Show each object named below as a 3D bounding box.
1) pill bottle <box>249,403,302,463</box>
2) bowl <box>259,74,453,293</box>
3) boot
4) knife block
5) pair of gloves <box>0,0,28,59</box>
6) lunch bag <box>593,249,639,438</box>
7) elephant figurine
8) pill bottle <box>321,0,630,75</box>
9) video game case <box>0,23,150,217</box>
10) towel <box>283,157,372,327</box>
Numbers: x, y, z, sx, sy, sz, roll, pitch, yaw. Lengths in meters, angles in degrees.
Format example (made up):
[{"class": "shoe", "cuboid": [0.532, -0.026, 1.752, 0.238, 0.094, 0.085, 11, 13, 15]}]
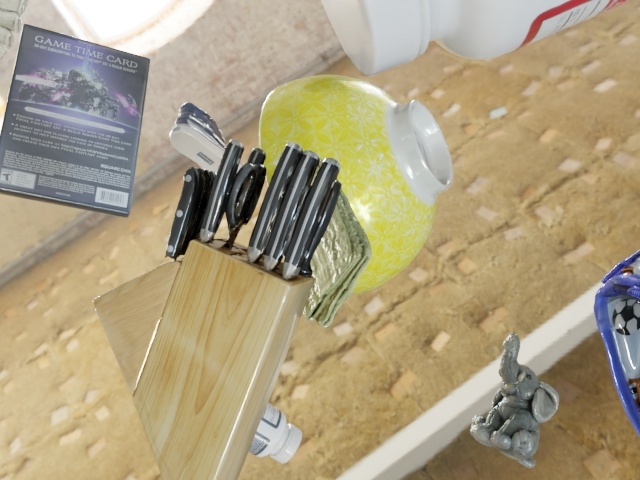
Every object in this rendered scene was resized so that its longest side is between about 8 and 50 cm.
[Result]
[{"class": "pill bottle", "cuboid": [-0.135, 0.395, 1.533, 0.108, 0.180, 0.108, -51, -167, 17]}, {"class": "bowl", "cuboid": [0.072, -0.092, 0.903, 0.156, 0.289, 0.289, -21, -146, 28]}, {"class": "boot", "cuboid": [-0.183, -0.163, 1.290, 0.069, 0.190, 0.086, -22, -138, 31]}, {"class": "knife block", "cuboid": [-0.055, 0.062, 0.621, 0.242, 0.276, 0.088, -24, 175, 13]}, {"class": "pair of gloves", "cuboid": [-0.370, -0.309, 0.710, 0.240, 0.204, 0.042, -39, -162, 48]}, {"class": "lunch bag", "cuboid": [0.495, 0.131, 0.737, 0.327, 0.385, 0.239, -25, 164, -32]}, {"class": "elephant figurine", "cuboid": [0.453, 0.362, 1.631, 0.169, 0.186, 0.239, 22, -108, 13]}, {"class": "pill bottle", "cuboid": [0.196, -0.302, 0.635, 0.407, 0.229, 0.229, -23, -147, -4]}, {"class": "video game case", "cuboid": [-0.370, -0.181, 1.091, 0.026, 0.196, 0.274, 144, -47, -58]}, {"class": "towel", "cuboid": [0.000, 0.000, 0.707, 0.110, 0.027, 0.148, -56, -138, 33]}]
